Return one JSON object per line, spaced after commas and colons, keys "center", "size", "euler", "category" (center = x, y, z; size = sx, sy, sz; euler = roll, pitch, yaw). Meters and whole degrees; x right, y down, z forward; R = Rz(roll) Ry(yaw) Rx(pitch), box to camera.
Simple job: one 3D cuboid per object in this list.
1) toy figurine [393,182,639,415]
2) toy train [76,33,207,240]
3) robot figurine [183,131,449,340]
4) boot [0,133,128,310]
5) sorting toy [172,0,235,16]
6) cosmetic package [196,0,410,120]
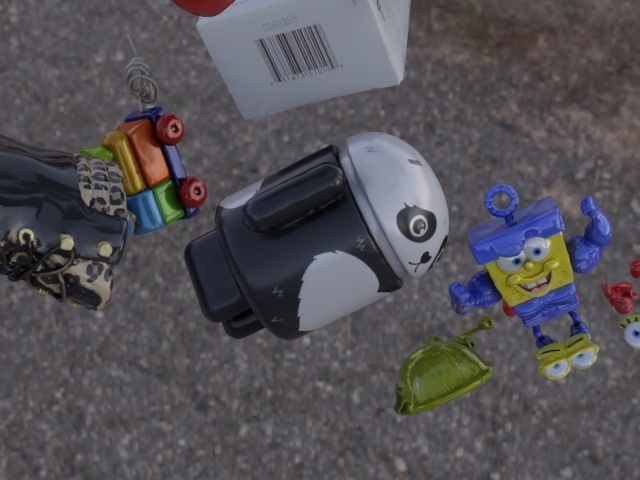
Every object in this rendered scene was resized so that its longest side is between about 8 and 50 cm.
{"center": [0.213, 0.032, 1.483], "size": [0.362, 0.217, 0.191], "euler": [-22, 22, 11], "category": "toy figurine"}
{"center": [-0.254, -0.122, 1.630], "size": [0.105, 0.248, 0.143], "euler": [-4, 21, 44], "category": "toy train"}
{"center": [0.000, 0.001, 1.356], "size": [0.278, 0.174, 0.209], "euler": [-26, 11, 8], "category": "robot figurine"}
{"center": [-0.347, 0.017, 1.298], "size": [0.284, 0.138, 0.377], "euler": [16, 45, -24], "category": "boot"}
{"center": [-0.154, -0.302, 1.064], "size": [0.255, 0.257, 0.089], "euler": [11, 48, 38], "category": "sorting toy"}
{"center": [-0.004, -0.342, 1.612], "size": [0.217, 0.156, 0.385], "euler": [-11, 39, 20], "category": "cosmetic package"}
